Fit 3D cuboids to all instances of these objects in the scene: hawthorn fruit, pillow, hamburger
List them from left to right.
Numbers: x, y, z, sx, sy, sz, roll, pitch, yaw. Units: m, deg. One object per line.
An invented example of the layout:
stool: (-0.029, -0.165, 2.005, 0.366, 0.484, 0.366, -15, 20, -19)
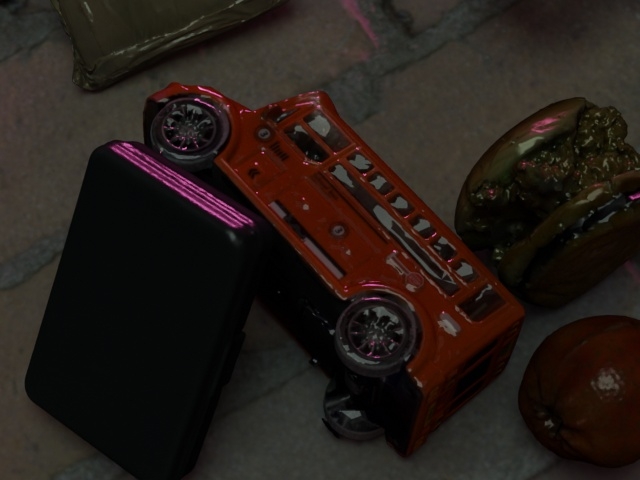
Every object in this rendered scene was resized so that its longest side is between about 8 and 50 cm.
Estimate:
pillow: (-0.132, -0.217, 1.428, 0.208, 0.053, 0.119, -23, 92, 2)
hamburger: (0.175, -0.034, 1.281, 0.159, 0.185, 0.131, -35, 72, 7)
hawthorn fruit: (0.210, 0.110, 1.251, 0.128, 0.128, 0.128, -2, 67, 4)

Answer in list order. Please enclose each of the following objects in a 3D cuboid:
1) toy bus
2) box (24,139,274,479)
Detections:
toy bus: (0.000, 0.000, 1.301, 0.153, 0.143, 0.329, -36, 68, -21)
box: (-0.133, 0.054, 1.252, 0.160, 0.050, 0.230, 32, 116, 25)
